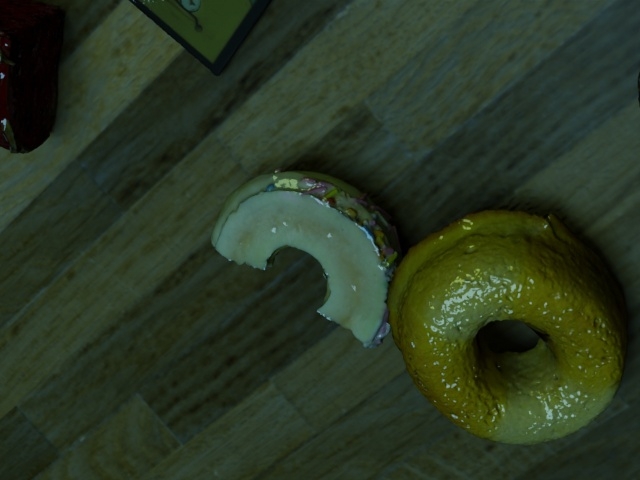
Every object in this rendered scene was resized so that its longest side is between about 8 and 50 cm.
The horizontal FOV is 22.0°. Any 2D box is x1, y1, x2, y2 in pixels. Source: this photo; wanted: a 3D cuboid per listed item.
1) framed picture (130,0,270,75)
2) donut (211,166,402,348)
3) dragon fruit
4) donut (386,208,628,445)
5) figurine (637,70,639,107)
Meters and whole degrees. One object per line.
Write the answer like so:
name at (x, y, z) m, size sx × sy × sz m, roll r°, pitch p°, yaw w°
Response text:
framed picture at (-0.088, -0.312, 1.213) m, size 0.244 × 0.013 × 0.324 m, roll 41°, pitch 125°, yaw 2°
donut at (0.004, -0.002, 1.287) m, size 0.166 × 0.065 × 0.108 m, roll 35°, pitch 123°, yaw 8°
dragon fruit at (-0.292, -0.141, 1.333) m, size 0.161 × 0.127 × 0.121 m, roll 20°, pitch 113°, yaw 15°
donut at (0.141, 0.074, 1.223) m, size 0.174 × 0.075 × 0.190 m, roll -23°, pitch 115°, yaw 14°
figurine at (0.338, -0.022, 1.084) m, size 0.315 × 0.168 × 0.187 m, roll 48°, pitch 136°, yaw 9°
